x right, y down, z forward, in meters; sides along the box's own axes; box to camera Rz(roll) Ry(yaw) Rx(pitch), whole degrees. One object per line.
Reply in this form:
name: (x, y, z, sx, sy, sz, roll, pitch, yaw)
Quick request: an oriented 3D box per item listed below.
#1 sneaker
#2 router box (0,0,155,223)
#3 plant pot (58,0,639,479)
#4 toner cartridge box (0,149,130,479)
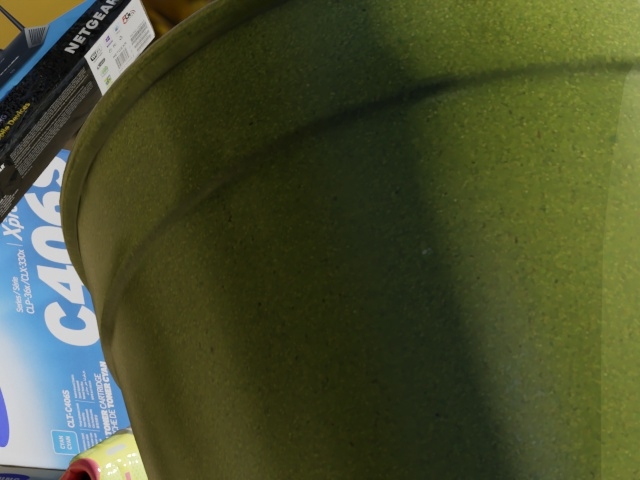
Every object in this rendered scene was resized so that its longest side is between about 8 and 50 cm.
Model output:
sneaker: (-0.172, 0.215, 1.202, 0.081, 0.208, 0.094, 30, 16, 24)
router box: (-0.214, -0.104, 1.168, 0.133, 0.046, 0.179, 20, 60, 28)
plant pot: (0.091, 0.112, 0.766, 0.367, 0.366, 0.353, 3, 54, -23)
toner cartridge box: (-0.268, 0.064, 1.535, 0.165, 0.075, 0.347, 8, 49, -31)
